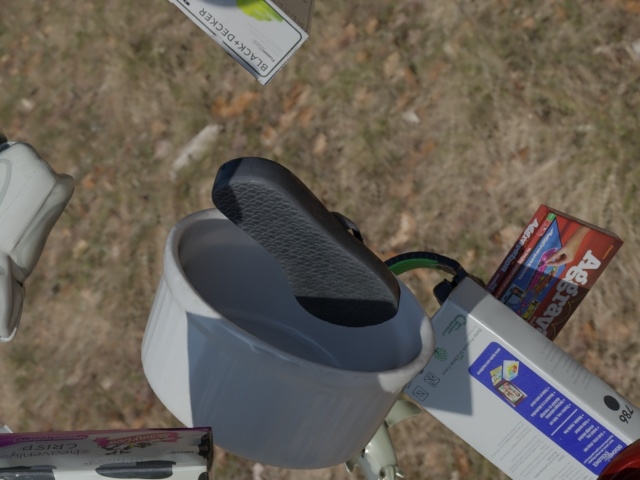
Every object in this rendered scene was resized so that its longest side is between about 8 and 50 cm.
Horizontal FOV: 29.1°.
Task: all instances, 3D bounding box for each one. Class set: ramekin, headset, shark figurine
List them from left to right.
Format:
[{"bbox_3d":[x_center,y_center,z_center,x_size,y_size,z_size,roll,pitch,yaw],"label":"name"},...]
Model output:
[{"bbox_3d":[-0.040,0.096,1.204,0.277,0.277,0.135,-103,34,-59],"label":"ramekin"},{"bbox_3d":[0.058,0.321,1.689,0.116,0.166,0.278,-40,55,56],"label":"shark figurine"},{"bbox_3d":[0.236,0.158,2.240,0.394,0.185,0.243,25,77,24],"label":"headset"}]

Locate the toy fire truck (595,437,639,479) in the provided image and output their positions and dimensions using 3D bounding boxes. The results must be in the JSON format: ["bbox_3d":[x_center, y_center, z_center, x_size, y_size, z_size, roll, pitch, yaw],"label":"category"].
[{"bbox_3d":[0.278,0.158,0.889,0.246,0.158,0.217,-55,8,-26],"label":"toy fire truck"}]

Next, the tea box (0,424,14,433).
[{"bbox_3d":[-0.342,0.388,1.021,0.323,0.220,0.329,-31,-27,-40],"label":"tea box"}]

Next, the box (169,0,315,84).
[{"bbox_3d":[-0.096,-0.322,1.632,0.087,0.169,0.290,-45,13,17],"label":"box"}]

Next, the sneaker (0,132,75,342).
[{"bbox_3d":[-0.239,-0.014,0.840,0.118,0.110,0.292,-60,27,-9],"label":"sneaker"}]

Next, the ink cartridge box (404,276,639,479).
[{"bbox_3d":[0.252,0.204,1.445,0.065,0.333,0.165,-42,-11,-49],"label":"ink cartridge box"}]

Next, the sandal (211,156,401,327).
[{"bbox_3d":[0.000,0.000,1.091,0.097,0.254,0.054,-8,53,27],"label":"sandal"}]

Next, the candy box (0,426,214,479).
[{"bbox_3d":[-0.146,0.244,0.813,0.159,0.233,0.071,-1,14,-2],"label":"candy box"}]

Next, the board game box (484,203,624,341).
[{"bbox_3d":[0.271,0.090,1.639,0.281,0.145,0.027,-59,37,19],"label":"board game box"}]
